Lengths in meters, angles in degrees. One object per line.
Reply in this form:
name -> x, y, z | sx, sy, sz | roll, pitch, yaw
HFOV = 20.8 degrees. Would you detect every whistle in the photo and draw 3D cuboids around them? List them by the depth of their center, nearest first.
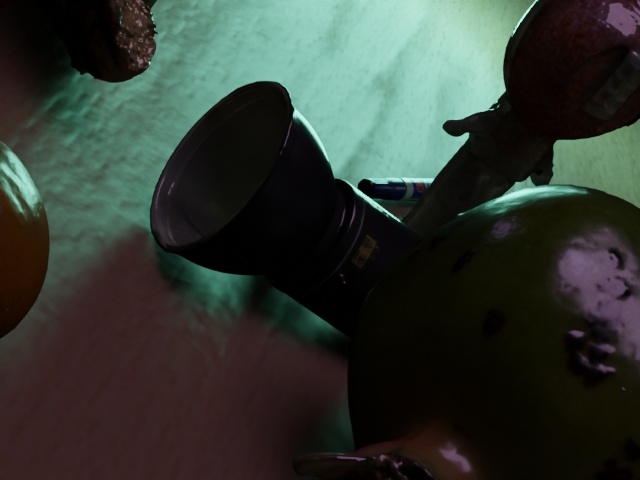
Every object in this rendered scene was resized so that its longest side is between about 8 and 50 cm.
whistle -> 0.193, -0.113, 1.533 | 0.142, 0.346, 0.133 | 7, 39, -53

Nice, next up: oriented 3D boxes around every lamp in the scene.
lamp -> 0.000, 0.000, 1.321 | 0.227, 0.147, 0.172 | 37, -3, -31

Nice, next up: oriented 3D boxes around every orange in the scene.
orange -> -0.221, -0.009, 0.962 | 0.156, 0.124, 0.156 | 31, 26, -18

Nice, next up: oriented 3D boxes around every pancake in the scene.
pancake -> -0.189, -0.252, 1.382 | 0.057, 0.244, 0.266 | -8, 14, -24

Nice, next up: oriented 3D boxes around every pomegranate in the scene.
pomegranate -> 0.134, 0.108, 1.111 | 0.291, 0.291, 0.323 | 48, 23, 20

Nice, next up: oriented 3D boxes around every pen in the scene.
pen -> 0.094, -0.050, 1.686 | 0.025, 0.025, 0.204 | 49, 23, 21

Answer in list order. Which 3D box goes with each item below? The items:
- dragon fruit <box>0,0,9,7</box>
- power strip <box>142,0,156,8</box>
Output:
dragon fruit -> -0.290, -0.231, 1.298 | 0.219, 0.148, 0.223 | -1, 46, -14
power strip -> -0.199, -0.279, 1.586 | 0.154, 0.078, 0.154 | 34, 23, -17
